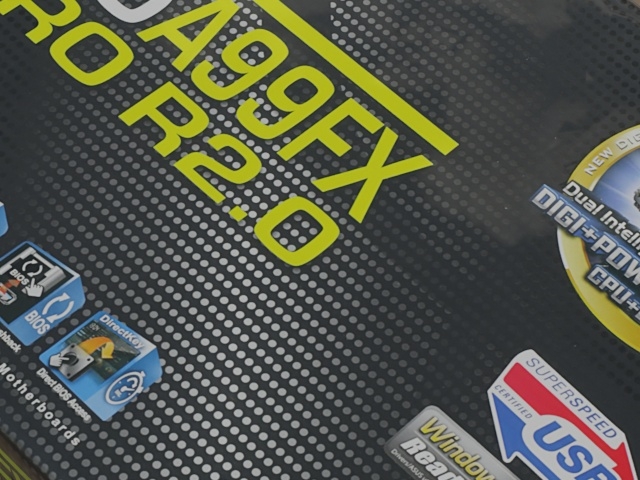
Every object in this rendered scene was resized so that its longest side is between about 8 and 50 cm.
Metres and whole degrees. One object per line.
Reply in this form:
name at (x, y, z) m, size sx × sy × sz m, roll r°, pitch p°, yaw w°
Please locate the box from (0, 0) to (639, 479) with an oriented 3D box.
box at (0.000, 0.000, 0.498) m, size 0.216 × 0.060 × 0.270 m, roll -37°, pitch 66°, yaw -26°
